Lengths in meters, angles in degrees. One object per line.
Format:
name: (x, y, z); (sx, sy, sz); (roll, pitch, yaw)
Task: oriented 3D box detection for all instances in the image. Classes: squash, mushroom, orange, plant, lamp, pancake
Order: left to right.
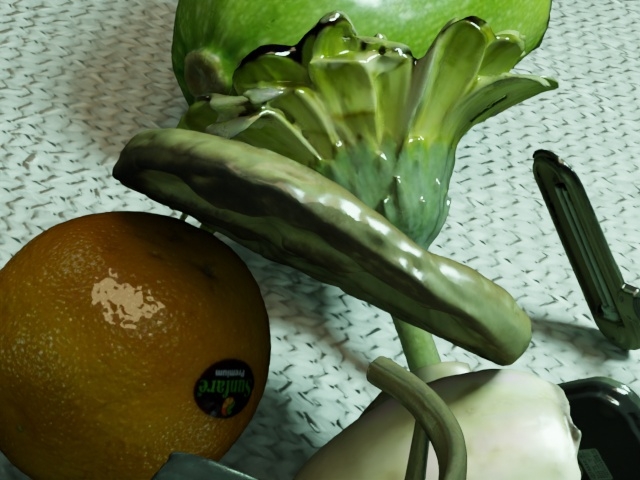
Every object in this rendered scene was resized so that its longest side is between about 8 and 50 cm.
orange: (-0.130, 0.074, 1.050); (0.206, 0.206, 0.206); (10, 34, -7)
pancake: (0.000, 0.000, 1.039); (0.294, 0.049, 0.294); (26, -6, 3)
squash: (0.016, -0.185, 1.438); (0.310, 0.310, 0.309); (24, 50, 15)
plant: (0.017, -0.047, 1.234); (0.261, 0.306, 0.297); (29, 56, -28)
mushroom: (0.059, 0.153, 1.028); (0.173, 0.162, 0.236); (5, 33, -16)
lamp: (0.208, 0.057, 1.181); (0.203, 0.124, 0.283); (56, 31, -18)

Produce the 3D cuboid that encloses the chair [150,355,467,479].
chair: (-0.037, 0.195, 0.831); (0.166, 0.272, 0.188); (20, 33, 9)
